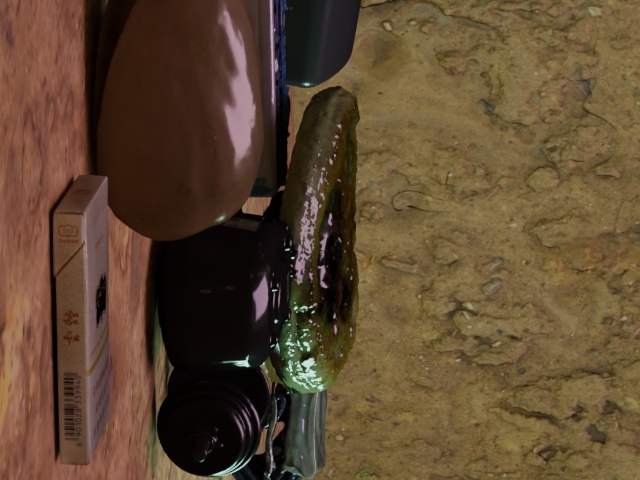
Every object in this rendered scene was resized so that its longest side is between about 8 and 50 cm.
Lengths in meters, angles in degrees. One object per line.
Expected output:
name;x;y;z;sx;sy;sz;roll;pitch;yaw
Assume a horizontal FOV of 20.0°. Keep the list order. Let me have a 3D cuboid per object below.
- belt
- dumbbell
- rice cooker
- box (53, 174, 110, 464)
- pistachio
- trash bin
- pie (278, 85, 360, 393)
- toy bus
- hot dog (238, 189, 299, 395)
belt;-0.058;0.210;2.300;0.126;0.139;0.231;64;29;-88
dumbbell;-0.099;0.157;1.685;0.208;0.099;0.099;-78;169;-72
rice cooker;-0.087;0.042;1.643;0.203;0.118;0.142;-74;166;-66
box;-0.151;0.049;1.159;0.090;0.024;0.167;-82;173;-74
pistachio;-0.103;-0.103;1.263;0.129;0.131;0.206;17;-61;45
trash bin;-0.027;-0.340;2.109;0.209;0.182;0.290;-53;153;-62
pie;0.000;0.000;1.861;0.323;0.070;0.323;4;90;-84
toy bus;-0.083;-0.192;1.827;0.131;0.106;0.297;-76;166;-70
hot dog;-0.081;0.049;1.966;0.326;0.107;0.194;85;11;-49
